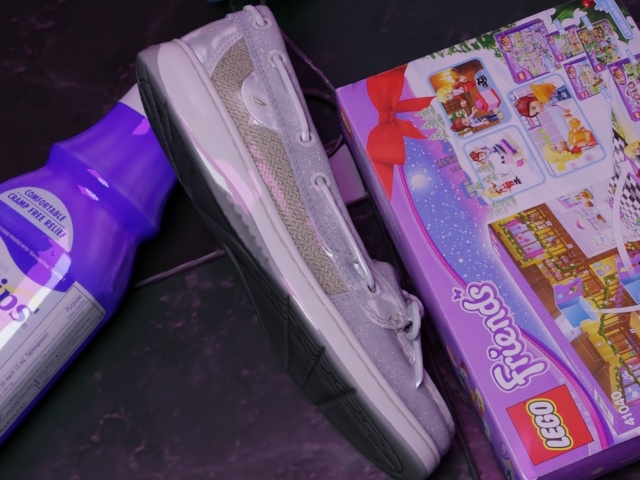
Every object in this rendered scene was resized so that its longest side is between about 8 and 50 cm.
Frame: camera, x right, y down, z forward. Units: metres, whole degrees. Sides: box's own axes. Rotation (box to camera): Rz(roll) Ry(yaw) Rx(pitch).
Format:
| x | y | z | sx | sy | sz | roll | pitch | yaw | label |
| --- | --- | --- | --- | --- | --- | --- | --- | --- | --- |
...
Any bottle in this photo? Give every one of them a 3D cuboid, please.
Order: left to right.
| x | y | z | sx | sy | sz | roll | pitch | yaw | label |
| --- | --- | --- | --- | --- | --- | --- | --- | --- | --- |
| -0.189 | 0.020 | 1.084 | 0.118 | 0.092 | 0.283 | 36 | 79 | 23 | bottle |

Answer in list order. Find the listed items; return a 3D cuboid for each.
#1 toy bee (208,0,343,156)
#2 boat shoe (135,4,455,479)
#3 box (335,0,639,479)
| x | y | z | sx | sy | sz | roll | pitch | yaw | label |
| --- | --- | --- | --- | --- | --- | --- | --- | --- | --- |
| -0.043 | -0.229 | 1.121 | 0.195 | 0.162 | 0.298 | -36 | 64 | -6 | toy bee |
| -0.001 | 0.000 | 1.018 | 0.103 | 0.118 | 0.320 | -29 | 77 | -15 | boat shoe |
| 0.156 | -0.004 | 1.023 | 0.201 | 0.057 | 0.293 | -21 | 64 | -6 | box |
